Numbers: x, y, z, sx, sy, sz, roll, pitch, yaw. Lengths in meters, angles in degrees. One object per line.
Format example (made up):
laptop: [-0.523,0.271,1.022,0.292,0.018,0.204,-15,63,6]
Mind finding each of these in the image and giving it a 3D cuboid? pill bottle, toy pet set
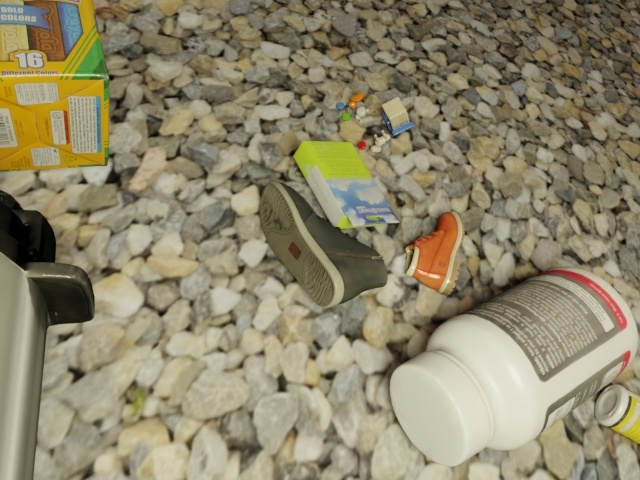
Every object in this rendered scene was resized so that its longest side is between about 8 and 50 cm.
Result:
pill bottle: [0.253,0.162,0.739,0.318,0.176,0.176,-19,64,-30]
toy pet set: [0.108,-0.219,1.047,0.114,0.065,0.122,-25,59,6]
pill bottle: [0.471,0.265,0.817,0.116,0.065,0.065,28,51,1]

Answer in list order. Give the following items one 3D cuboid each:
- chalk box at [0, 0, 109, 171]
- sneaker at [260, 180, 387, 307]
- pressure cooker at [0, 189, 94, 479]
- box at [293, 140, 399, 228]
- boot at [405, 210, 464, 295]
chalk box: [-0.412,-0.265,0.797,0.179,0.180,0.289,-7,60,-24]
sneaker: [0.000,0.000,0.837,0.118,0.083,0.222,-9,56,-42]
pressure cooker: [-0.412,0.113,0.417,0.370,0.375,0.421,33,37,-48]
box: [0.042,-0.086,0.912,0.109,0.042,0.178,-7,58,-39]
boot: [0.183,0.006,0.902,0.084,0.059,0.158,19,53,0]
